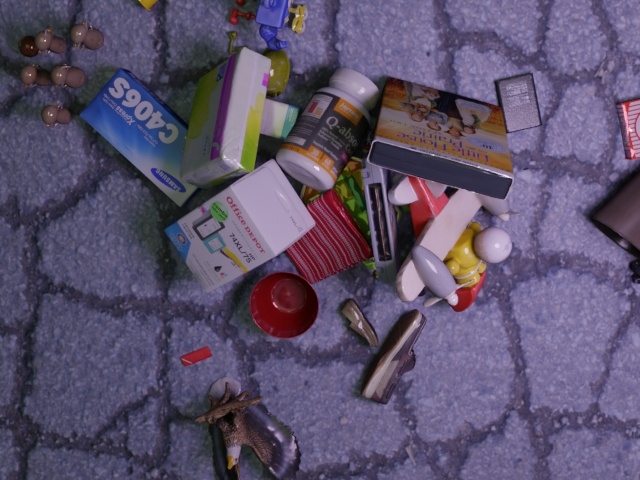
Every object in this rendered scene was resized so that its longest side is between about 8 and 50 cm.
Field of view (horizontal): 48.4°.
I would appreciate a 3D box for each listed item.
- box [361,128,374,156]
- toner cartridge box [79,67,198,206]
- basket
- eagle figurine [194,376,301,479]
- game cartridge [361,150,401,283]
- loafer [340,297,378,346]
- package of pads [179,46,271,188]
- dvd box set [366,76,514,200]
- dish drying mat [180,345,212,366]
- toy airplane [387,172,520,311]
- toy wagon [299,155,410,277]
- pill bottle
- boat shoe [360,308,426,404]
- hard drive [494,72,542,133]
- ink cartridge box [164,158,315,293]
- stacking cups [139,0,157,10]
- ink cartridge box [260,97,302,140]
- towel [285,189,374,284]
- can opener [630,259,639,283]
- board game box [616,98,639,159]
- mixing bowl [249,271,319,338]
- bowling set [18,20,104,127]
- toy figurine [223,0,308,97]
[{"bbox_3d":[0.178,-0.229,1.810,0.137,0.093,0.027,17,134,0],"label":"box"},{"bbox_3d":[-0.431,-0.265,1.844,0.348,0.075,0.165,42,100,-4],"label":"toner cartridge box"},{"bbox_3d":[0.814,-0.089,1.767,0.204,0.154,0.226,33,97,-27],"label":"basket"},{"bbox_3d":[-0.216,0.540,1.928,0.226,0.225,0.298,10,139,40],"label":"eagle figurine"},{"bbox_3d":[0.149,-0.065,1.713,0.062,0.198,0.297,-6,104,15],"label":"game cartridge"},{"bbox_3d":[0.105,0.226,1.907,0.050,0.056,0.148,-32,86,8],"label":"loafer"},{"bbox_3d":[-0.233,-0.285,1.713,0.101,0.229,0.296,19,70,-33],"label":"package of pads"},{"bbox_3d":[0.277,-0.250,1.642,0.308,0.420,0.062,16,122,1],"label":"dvd box set"},{"bbox_3d":[-0.342,0.321,1.965,0.083,0.008,0.032,-22,96,6],"label":"dish drying mat"},{"bbox_3d":[0.319,-0.025,1.687,0.273,0.384,0.385,10,87,36],"label":"toy airplane"},{"bbox_3d":[0.099,-0.054,1.853,0.267,0.068,0.344,-29,96,7],"label":"toy wagon"},{"bbox_3d":[0.024,-0.273,1.746,0.162,0.162,0.278,31,79,-2],"label":"pill bottle"},{"bbox_3d":[0.209,0.313,1.893,0.092,0.103,0.285,29,103,-7],"label":"boat shoe"},{"bbox_3d":[0.504,-0.347,1.809,0.094,0.022,0.135,-12,98,5],"label":"hard drive"},{"bbox_3d":[-0.197,-0.034,1.755,0.270,0.197,0.198,-29,97,37],"label":"ink cartridge box"},{"bbox_3d":[-0.336,-0.704,1.760,0.316,0.096,0.096,-37,95,8],"label":"stacking cups"},{"bbox_3d":[-0.130,-0.313,1.812,0.143,0.092,0.089,16,99,0],"label":"ink cartridge box"},{"bbox_3d":[0.000,0.000,1.804,0.275,0.031,0.198,-28,98,47],"label":"towel"},{"bbox_3d":[0.896,0.055,1.843,0.186,0.073,0.059,-19,59,3],"label":"can opener"},{"bbox_3d":[0.858,-0.295,1.788,0.194,0.045,0.146,-14,98,5],"label":"board game box"},{"bbox_3d":[-0.090,0.157,1.878,0.182,0.098,0.181,1,102,5],"label":"mixing bowl"},{"bbox_3d":[-0.694,-0.442,1.790,0.200,0.154,0.286,23,99,-1],"label":"bowling set"},{"bbox_3d":[-0.139,-0.540,1.715,0.191,0.217,0.362,16,99,0],"label":"toy figurine"}]
